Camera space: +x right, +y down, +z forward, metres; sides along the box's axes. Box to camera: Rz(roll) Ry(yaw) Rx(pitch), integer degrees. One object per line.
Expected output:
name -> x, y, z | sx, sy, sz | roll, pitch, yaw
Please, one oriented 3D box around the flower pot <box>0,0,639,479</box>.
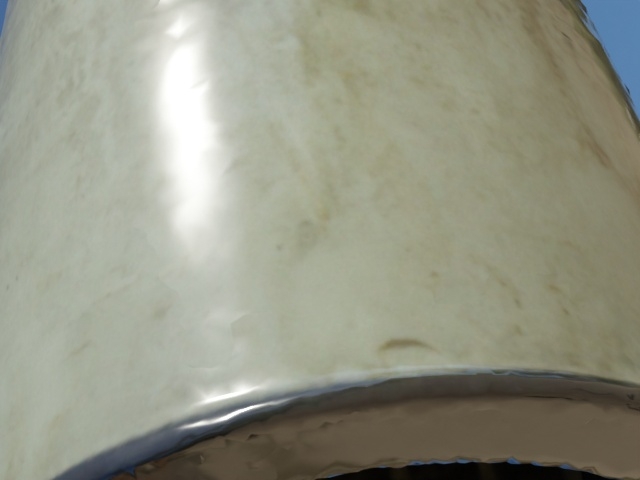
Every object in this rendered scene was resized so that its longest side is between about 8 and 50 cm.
flower pot -> 0.000, 0.000, 0.732 | 0.293, 0.294, 0.330 | 50, -154, -53
